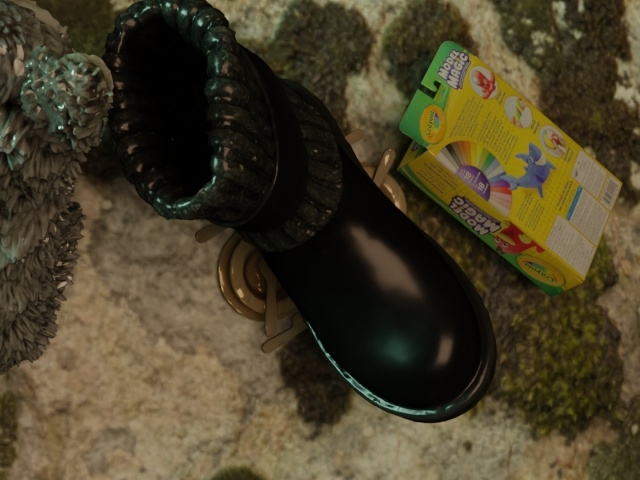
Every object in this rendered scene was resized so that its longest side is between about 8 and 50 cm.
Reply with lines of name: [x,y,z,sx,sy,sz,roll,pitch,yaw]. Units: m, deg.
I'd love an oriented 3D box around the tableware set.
tableware set: [0.000,0.000,1.250,0.194,0.039,0.128,-33,98,-21]

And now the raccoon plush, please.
raccoon plush: [-0.232,0.035,1.016,0.216,0.299,0.446,-12,90,-22]

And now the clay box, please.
clay box: [0.163,-0.067,1.297,0.222,0.053,0.127,38,55,-14]

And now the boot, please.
boot: [-0.017,-0.014,1.079,0.131,0.260,0.348,-41,71,7]
